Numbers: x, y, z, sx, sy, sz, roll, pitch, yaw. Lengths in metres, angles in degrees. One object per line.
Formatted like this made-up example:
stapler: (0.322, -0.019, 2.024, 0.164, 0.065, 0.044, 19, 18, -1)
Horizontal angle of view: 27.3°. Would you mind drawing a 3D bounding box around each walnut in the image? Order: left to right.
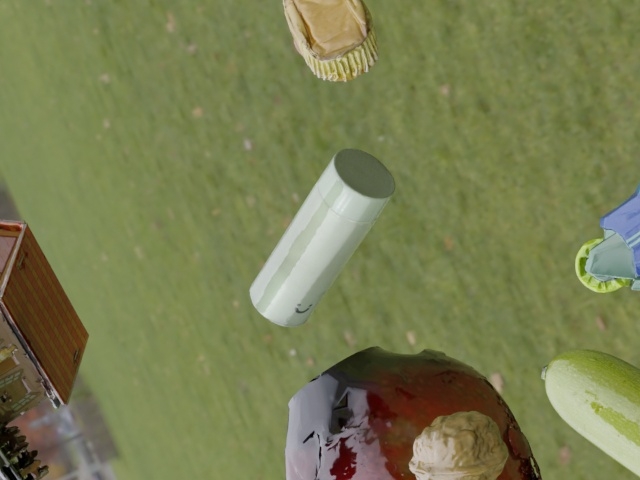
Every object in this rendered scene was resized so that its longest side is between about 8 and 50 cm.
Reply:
walnut: (0.122, 0.191, 1.158, 0.082, 0.096, 0.079, -1, 100, 39)

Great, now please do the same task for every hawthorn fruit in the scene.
hawthorn fruit: (0.098, 0.257, 1.507, 0.316, 0.316, 0.316, 60, 165, 27)

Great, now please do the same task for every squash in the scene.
squash: (0.425, 0.237, 1.872, 0.247, 0.132, 0.132, 37, 153, 30)

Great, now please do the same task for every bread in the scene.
bread: (0.017, -0.358, 2.203, 0.114, 0.132, 0.190, 69, 178, -61)

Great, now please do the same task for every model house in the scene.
model house: (-0.306, 0.096, 1.279, 0.207, 0.154, 0.294, 46, 163, 37)

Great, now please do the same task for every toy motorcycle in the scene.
toy motorcycle: (0.565, -0.004, 2.032, 0.191, 0.326, 0.200, -22, -62, -75)

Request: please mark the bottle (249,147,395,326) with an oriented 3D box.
bottle: (0.000, 0.000, 1.332, 0.072, 0.072, 0.201, 59, 136, 28)
